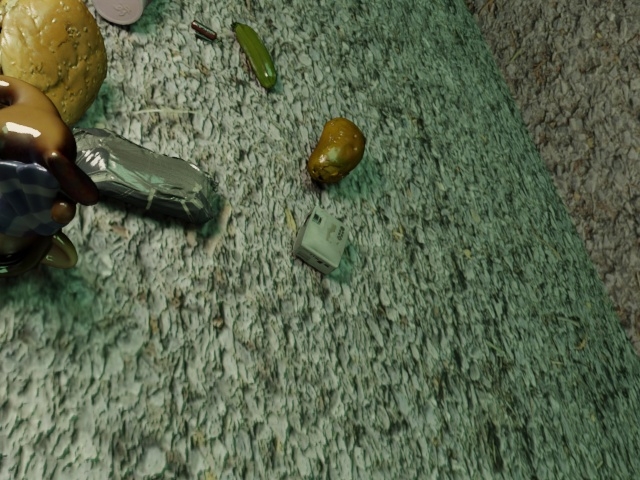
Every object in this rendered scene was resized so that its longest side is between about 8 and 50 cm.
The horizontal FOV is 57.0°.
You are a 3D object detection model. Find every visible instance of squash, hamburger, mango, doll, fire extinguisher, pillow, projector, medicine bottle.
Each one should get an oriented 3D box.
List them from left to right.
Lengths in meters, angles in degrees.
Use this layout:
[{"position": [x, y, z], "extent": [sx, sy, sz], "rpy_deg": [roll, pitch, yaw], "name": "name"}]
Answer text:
[{"position": [-0.498, -0.078, 0.919], "extent": [0.318, 0.339, 0.209], "rpy_deg": [41, 42, 7], "name": "doll"}, {"position": [-0.539, -0.354, 1.159], "extent": [0.145, 0.259, 0.283], "rpy_deg": [15, 62, 13], "name": "hamburger"}, {"position": [-0.489, -0.675, 1.501], "extent": [0.152, 0.152, 0.254], "rpy_deg": [22, 48, -26], "name": "medicine bottle"}, {"position": [-0.370, -0.136, 1.248], "extent": [0.335, 0.092, 0.161], "rpy_deg": [18, 45, -29], "name": "pillow"}, {"position": [-0.320, -0.579, 1.659], "extent": [0.100, 0.032, 0.046], "rpy_deg": [30, 34, -12], "name": "fire extinguisher"}, {"position": [-0.189, -0.551, 1.723], "extent": [0.066, 0.066, 0.252], "rpy_deg": [-12, 69, -44], "name": "squash"}, {"position": [0.000, 0.000, 1.481], "extent": [0.115, 0.061, 0.147], "rpy_deg": [35, 44, -16], "name": "projector"}, {"position": [0.044, -0.249, 1.634], "extent": [0.248, 0.151, 0.155], "rpy_deg": [-53, 133, -51], "name": "mango"}]
